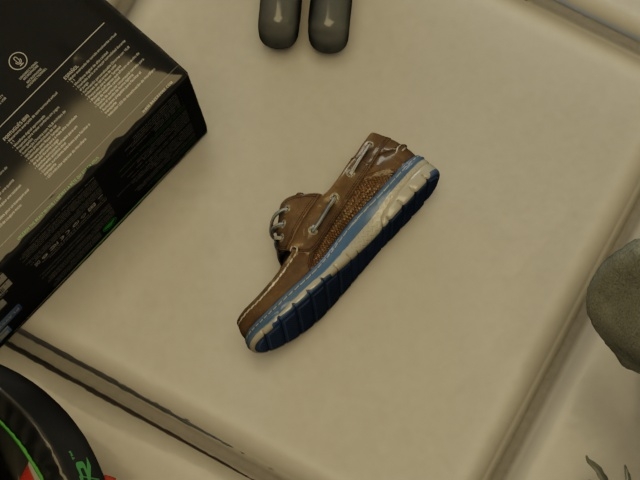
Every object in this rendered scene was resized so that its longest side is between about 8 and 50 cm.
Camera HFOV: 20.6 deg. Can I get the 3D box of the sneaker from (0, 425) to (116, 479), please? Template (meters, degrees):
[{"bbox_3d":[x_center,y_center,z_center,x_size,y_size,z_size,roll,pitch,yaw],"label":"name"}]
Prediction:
[{"bbox_3d":[-0.101,0.211,1.155,0.145,0.090,0.270,-25,66,-21],"label":"sneaker"}]

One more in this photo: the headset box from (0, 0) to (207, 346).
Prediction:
[{"bbox_3d":[-0.266,-0.098,1.210,0.283,0.131,0.246,41,81,11],"label":"headset box"}]

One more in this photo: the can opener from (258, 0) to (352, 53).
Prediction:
[{"bbox_3d":[-0.003,-0.276,1.274,0.074,0.093,0.280,6,81,2],"label":"can opener"}]

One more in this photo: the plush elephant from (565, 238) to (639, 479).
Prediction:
[{"bbox_3d":[0.294,0.109,1.077,0.330,0.255,0.272,-25,76,-5],"label":"plush elephant"}]

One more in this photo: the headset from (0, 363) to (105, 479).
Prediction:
[{"bbox_3d":[-0.326,0.194,1.094,0.394,0.185,0.243,-3,88,21],"label":"headset"}]

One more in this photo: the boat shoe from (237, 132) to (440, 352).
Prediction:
[{"bbox_3d":[0.000,0.000,1.217,0.066,0.066,0.183,40,70,15],"label":"boat shoe"}]
